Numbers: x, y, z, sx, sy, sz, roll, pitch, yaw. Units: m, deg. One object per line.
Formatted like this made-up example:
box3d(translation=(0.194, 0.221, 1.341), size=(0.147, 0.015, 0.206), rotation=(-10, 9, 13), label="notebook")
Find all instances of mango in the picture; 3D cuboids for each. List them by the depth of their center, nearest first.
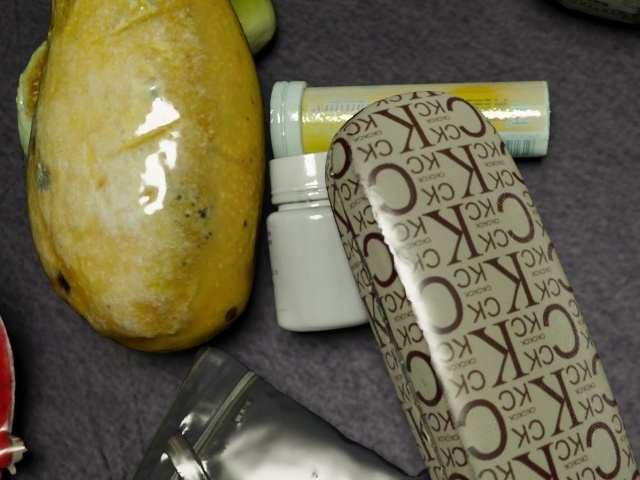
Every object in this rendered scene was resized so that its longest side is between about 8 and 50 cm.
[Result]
box3d(translation=(-0.127, -0.081, 0.645), size=(0.176, 0.175, 0.330), rotation=(6, 85, -20), label="mango")

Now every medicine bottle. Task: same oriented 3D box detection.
box3d(translation=(0.000, 0.000, 0.647), size=(0.080, 0.080, 0.131), rotation=(-5, 91, 9), label="medicine bottle")
box3d(translation=(0.071, -0.095, 0.688), size=(0.218, 0.074, 0.074), rotation=(0, 73, 9), label="medicine bottle")

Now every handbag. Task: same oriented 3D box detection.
box3d(translation=(-0.062, 0.228, 0.604), size=(0.211, 0.089, 0.254), rotation=(26, 79, 11), label="handbag")

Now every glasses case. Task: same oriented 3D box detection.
box3d(translation=(0.111, 0.064, 0.587), size=(0.137, 0.085, 0.355), rotation=(-17, 80, -27), label="glasses case")

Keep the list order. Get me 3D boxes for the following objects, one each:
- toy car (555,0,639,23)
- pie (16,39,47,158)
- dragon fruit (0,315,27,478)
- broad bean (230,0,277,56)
box3d(translation=(0.233, -0.260, 0.629), size=(0.172, 0.235, 0.158), rotation=(22, 90, 17), label="toy car")
box3d(translation=(-0.187, -0.126, 0.761), size=(0.186, 0.041, 0.187), rotation=(-3, 72, 9), label="pie")
box3d(translation=(-0.419, 0.122, 0.580), size=(0.249, 0.371, 0.387), rotation=(9, 84, 37), label="dragon fruit")
box3d(translation=(-0.115, -0.222, 0.752), size=(0.174, 0.082, 0.124), rotation=(43, 55, 12), label="broad bean")
